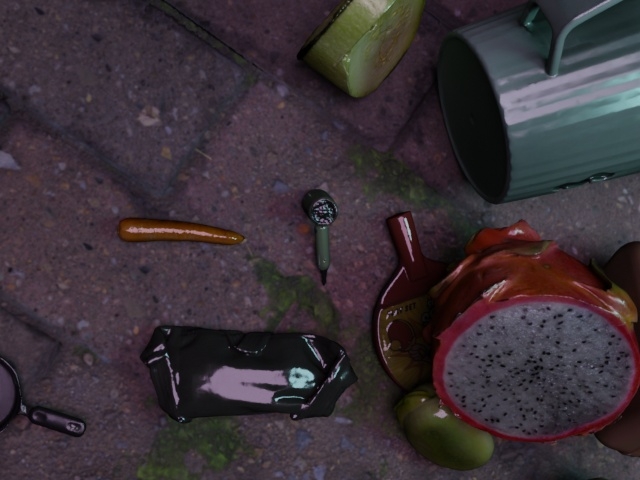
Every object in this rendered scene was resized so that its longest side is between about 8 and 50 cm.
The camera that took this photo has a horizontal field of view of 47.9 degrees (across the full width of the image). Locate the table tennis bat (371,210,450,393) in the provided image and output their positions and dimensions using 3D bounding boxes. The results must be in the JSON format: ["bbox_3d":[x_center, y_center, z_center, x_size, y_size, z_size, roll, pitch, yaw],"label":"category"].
[{"bbox_3d":[0.168,0.106,1.145,0.200,0.038,0.310,-19,96,-11],"label":"table tennis bat"}]

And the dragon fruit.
[{"bbox_3d":[0.294,0.114,1.036,0.305,0.226,0.305,4,123,6],"label":"dragon fruit"}]

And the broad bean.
[{"bbox_3d":[0.187,0.290,1.104,0.124,0.082,0.174,-17,117,30],"label":"broad bean"}]

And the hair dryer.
[{"bbox_3d":[0.000,0.000,1.106,0.047,0.071,0.150,-4,106,-8],"label":"hair dryer"}]

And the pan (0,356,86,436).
[{"bbox_3d":[-0.452,0.238,1.039,0.235,0.028,0.136,20,87,-6],"label":"pan"}]

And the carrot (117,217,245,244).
[{"bbox_3d":[-0.206,-0.012,1.079,0.190,0.037,0.037,3,89,-11],"label":"carrot"}]

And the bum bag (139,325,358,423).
[{"bbox_3d":[-0.105,0.204,1.078,0.326,0.080,0.142,5,82,-6],"label":"bum bag"}]

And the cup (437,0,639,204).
[{"bbox_3d":[0.392,-0.264,1.029,0.392,0.310,0.401,-17,125,-5],"label":"cup"}]

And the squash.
[{"bbox_3d":[0.075,-0.312,1.038,0.133,0.220,0.220,42,83,-4],"label":"squash"}]

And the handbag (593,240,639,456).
[{"bbox_3d":[0.482,0.184,1.090,0.149,0.283,0.302,15,48,-11],"label":"handbag"}]

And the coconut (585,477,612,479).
[{"bbox_3d":[0.434,0.511,1.090,0.237,0.237,0.266,38,79,-8],"label":"coconut"}]
